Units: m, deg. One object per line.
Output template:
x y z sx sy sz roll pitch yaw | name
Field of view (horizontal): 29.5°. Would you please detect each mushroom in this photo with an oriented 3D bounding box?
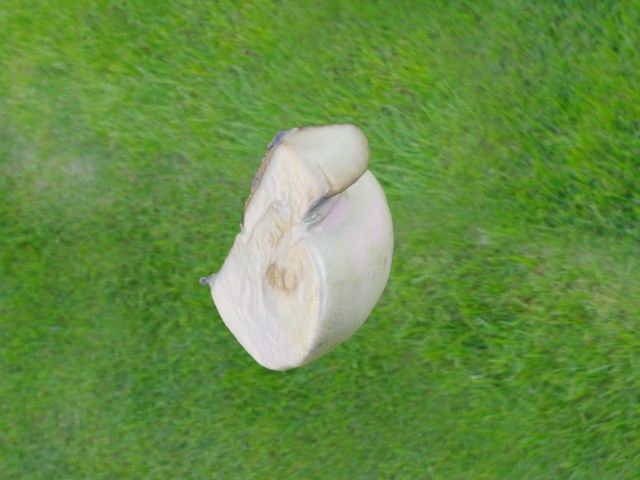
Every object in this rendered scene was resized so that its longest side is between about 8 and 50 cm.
0.019 0.020 1.171 0.173 0.162 0.236 59 140 30 | mushroom
